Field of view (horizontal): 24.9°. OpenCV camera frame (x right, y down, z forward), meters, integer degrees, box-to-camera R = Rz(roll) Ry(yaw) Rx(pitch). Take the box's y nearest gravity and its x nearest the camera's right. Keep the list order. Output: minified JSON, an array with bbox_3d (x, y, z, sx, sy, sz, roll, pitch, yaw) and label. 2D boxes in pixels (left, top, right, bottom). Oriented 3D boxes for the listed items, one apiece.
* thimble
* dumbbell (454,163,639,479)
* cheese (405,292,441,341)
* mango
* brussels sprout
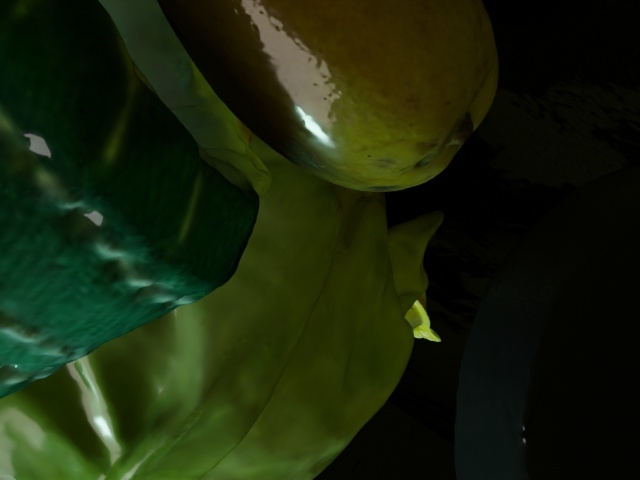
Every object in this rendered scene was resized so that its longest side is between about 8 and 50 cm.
[{"bbox_3d":[-0.150,-0.084,0.606,0.288,0.167,0.254,62,-172,3],"label":"thimble"},{"bbox_3d":[0.191,0.077,0.430,0.203,0.204,0.322,35,171,-18],"label":"dumbbell"},{"bbox_3d":[0.000,0.000,1.230,0.270,0.069,0.177,42,167,-18],"label":"cheese"},{"bbox_3d":[-0.011,-0.097,0.563,0.195,0.098,0.137,41,174,-22],"label":"mango"},{"bbox_3d":[-0.139,0.045,0.970,0.342,0.361,0.425,33,175,35],"label":"brussels sprout"}]
